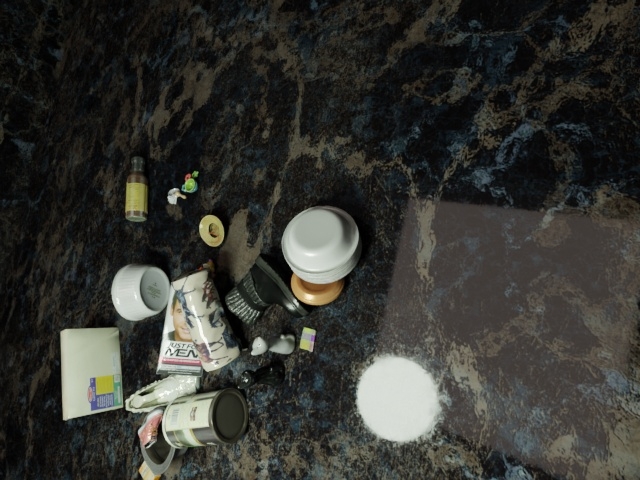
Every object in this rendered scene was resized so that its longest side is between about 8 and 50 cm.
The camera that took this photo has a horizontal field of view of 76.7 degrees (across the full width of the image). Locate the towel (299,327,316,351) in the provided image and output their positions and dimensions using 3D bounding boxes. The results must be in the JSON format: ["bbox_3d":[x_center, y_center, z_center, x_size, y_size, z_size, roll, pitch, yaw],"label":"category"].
[{"bbox_3d":[-0.048,0.378,1.544,0.060,0.009,0.083,6,83,32],"label":"towel"}]

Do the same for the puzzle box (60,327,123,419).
[{"bbox_3d":[-1.116,0.635,1.977,0.052,0.272,0.408,-22,70,26],"label":"puzzle box"}]

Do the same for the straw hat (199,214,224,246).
[{"bbox_3d":[-0.479,-0.046,1.849,0.145,0.061,0.144,4,99,25],"label":"straw hat"}]

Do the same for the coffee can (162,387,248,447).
[{"bbox_3d":[-0.458,0.710,1.614,0.275,0.201,0.201,-19,72,27],"label":"coffee can"}]

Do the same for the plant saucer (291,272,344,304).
[{"bbox_3d":[-0.011,0.142,1.486,0.200,0.037,0.200,-3,51,4],"label":"plant saucer"}]

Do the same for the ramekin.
[{"bbox_3d":[-0.823,0.234,1.892,0.127,0.273,0.272,-9,76,17],"label":"ramekin"}]

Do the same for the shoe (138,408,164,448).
[{"bbox_3d":[-0.696,0.785,1.681,0.178,0.063,0.081,-51,54,20],"label":"shoe"}]

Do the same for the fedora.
[{"bbox_3d":[-0.660,0.854,1.751,0.275,0.124,0.243,22,91,39],"label":"fedora"}]

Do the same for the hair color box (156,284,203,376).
[{"bbox_3d":[-0.575,0.379,1.744,0.113,0.185,0.374,161,116,-75],"label":"hair color box"}]

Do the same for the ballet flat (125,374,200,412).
[{"bbox_3d":[-0.719,0.696,1.813,0.409,0.147,0.147,-27,68,23],"label":"ballet flat"}]

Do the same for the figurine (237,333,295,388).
[{"bbox_3d":[-0.204,0.445,1.506,0.092,0.209,0.214,21,91,32],"label":"figurine"}]

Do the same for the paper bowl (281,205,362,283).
[{"bbox_3d":[0.000,0.000,1.450,0.284,0.148,0.284,-7,58,11],"label":"paper bowl"}]

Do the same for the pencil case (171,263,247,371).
[{"bbox_3d":[-0.455,0.304,1.638,0.160,0.183,0.410,-22,89,39],"label":"pencil case"}]

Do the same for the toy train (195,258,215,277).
[{"bbox_3d":[-0.521,0.153,1.826,0.125,0.046,0.166,-46,26,-4],"label":"toy train"}]

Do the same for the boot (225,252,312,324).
[{"bbox_3d":[-0.207,0.246,1.592,0.260,0.131,0.348,-53,55,9],"label":"boot"}]

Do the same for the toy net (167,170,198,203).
[{"bbox_3d":[-0.701,-0.264,2.030,0.232,0.045,0.122,-22,71,26],"label":"toy net"}]

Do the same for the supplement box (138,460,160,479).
[{"bbox_3d":[-0.775,1.054,1.834,0.098,0.036,0.062,37,99,31],"label":"supplement box"}]

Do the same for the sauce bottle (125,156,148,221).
[{"bbox_3d":[-0.978,-0.276,2.162,0.111,0.111,0.344,-11,74,29],"label":"sauce bottle"}]
